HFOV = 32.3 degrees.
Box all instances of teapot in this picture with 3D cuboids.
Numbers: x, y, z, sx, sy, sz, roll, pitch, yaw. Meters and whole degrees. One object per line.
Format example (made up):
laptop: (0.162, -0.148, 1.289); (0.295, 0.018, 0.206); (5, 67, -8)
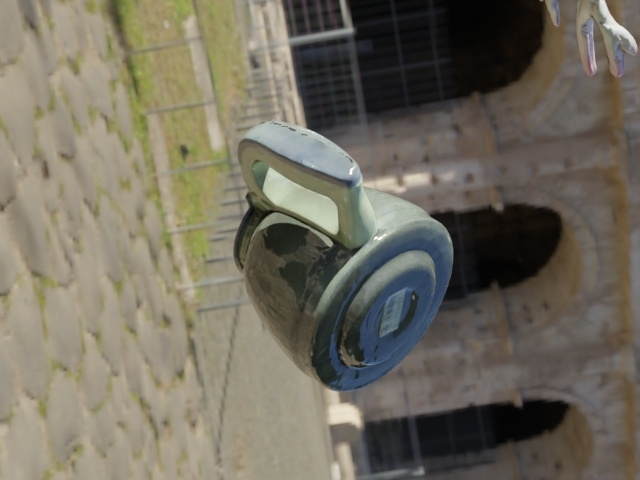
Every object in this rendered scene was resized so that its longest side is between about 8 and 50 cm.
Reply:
teapot: (-0.005, 0.009, 0.608); (0.108, 0.111, 0.149); (33, 1, 34)

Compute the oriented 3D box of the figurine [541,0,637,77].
figurine: (0.155, -0.311, 0.823); (0.284, 0.316, 0.206); (93, 20, -58)
